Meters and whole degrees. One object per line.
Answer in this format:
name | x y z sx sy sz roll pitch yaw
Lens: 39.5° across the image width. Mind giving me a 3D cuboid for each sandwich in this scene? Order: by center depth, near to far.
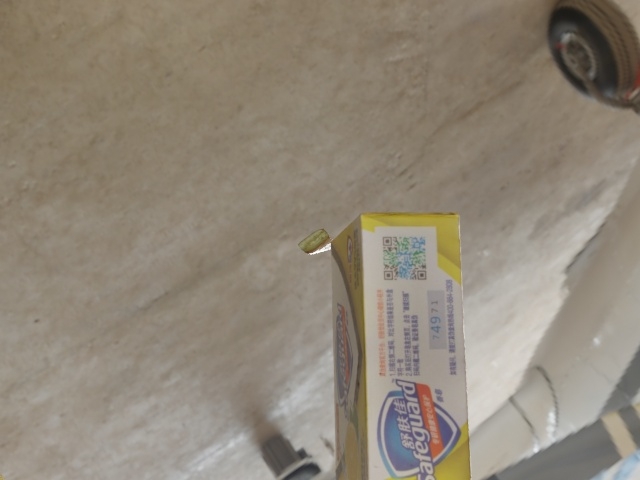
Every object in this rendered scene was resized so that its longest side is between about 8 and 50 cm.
sandwich | 0.000 0.000 1.647 0.083 0.031 0.044 -14 147 -50

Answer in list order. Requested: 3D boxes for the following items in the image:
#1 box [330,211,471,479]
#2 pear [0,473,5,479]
box | 0.072 0.115 0.870 0.097 0.265 0.168 1 172 -10
pear | -0.541 0.433 1.248 0.271 0.271 0.271 -28 152 -17
